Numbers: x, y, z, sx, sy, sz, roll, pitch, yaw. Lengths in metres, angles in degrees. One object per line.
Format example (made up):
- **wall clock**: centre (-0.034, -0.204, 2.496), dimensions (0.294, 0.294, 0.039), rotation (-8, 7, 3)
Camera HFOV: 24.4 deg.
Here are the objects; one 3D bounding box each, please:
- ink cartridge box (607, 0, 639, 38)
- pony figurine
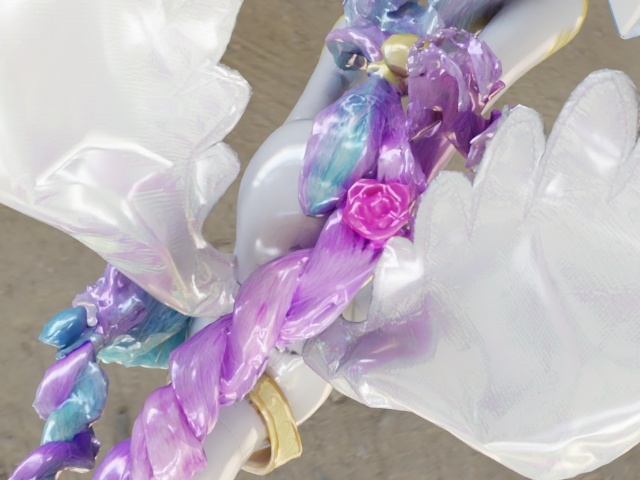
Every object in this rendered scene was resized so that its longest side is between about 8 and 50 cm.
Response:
- **ink cartridge box**: centre (0.221, -0.193, 0.712), dimensions (0.191, 0.082, 0.139), rotation (-15, 81, -3)
- **pony figurine**: centre (0.000, 0.000, 0.611), dimensions (0.303, 0.363, 0.351), rotation (27, 128, 8)
